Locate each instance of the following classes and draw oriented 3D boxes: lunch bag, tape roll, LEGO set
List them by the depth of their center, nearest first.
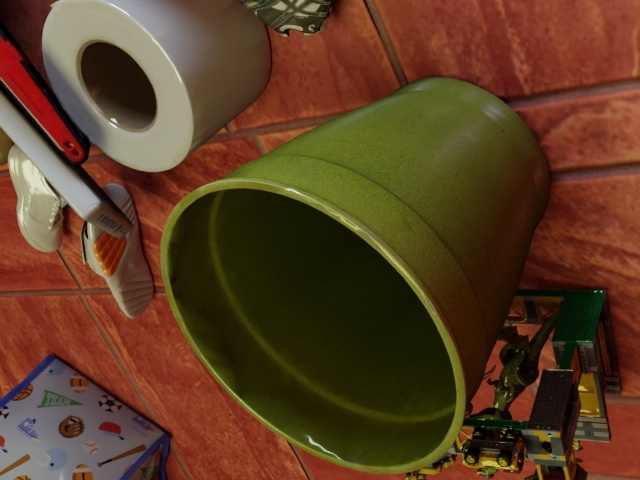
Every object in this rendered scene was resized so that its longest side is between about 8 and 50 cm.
[{"bbox_3d":[0.237,0.207,1.324,0.254,0.331,0.192,-6,124,20],"label":"LEGO set"},{"bbox_3d":[-0.207,-0.232,1.409,0.246,0.169,0.246,23,136,25],"label":"tape roll"},{"bbox_3d":[-0.534,0.475,2.139,0.327,0.385,0.239,28,138,18],"label":"lunch bag"}]

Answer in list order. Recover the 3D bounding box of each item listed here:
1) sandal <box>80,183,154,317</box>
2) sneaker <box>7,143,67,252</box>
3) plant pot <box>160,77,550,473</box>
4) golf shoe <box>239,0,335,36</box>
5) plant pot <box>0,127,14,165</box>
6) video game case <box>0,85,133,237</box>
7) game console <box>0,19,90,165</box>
[{"bbox_3d":[-0.346,0.021,1.804,0.076,0.102,0.265,19,137,28],"label":"sandal"},{"bbox_3d":[-0.455,-0.064,1.851,0.094,0.080,0.212,9,129,21],"label":"sneaker"},{"bbox_3d":[0.078,0.002,1.222,0.366,0.353,0.367,24,136,25],"label":"plant pot"},{"bbox_3d":[-0.002,-0.290,1.270,0.198,0.077,0.094,-5,134,48],"label":"golf shoe"},{"bbox_3d":[-0.625,-0.205,1.866,0.236,0.032,0.236,21,144,16],"label":"plant pot"},{"bbox_3d":[-0.402,-0.144,1.556,0.329,0.036,0.300,47,176,3],"label":"video game case"},{"bbox_3d":[-0.438,-0.247,1.531,0.342,0.060,0.386,56,175,-12],"label":"game console"}]
